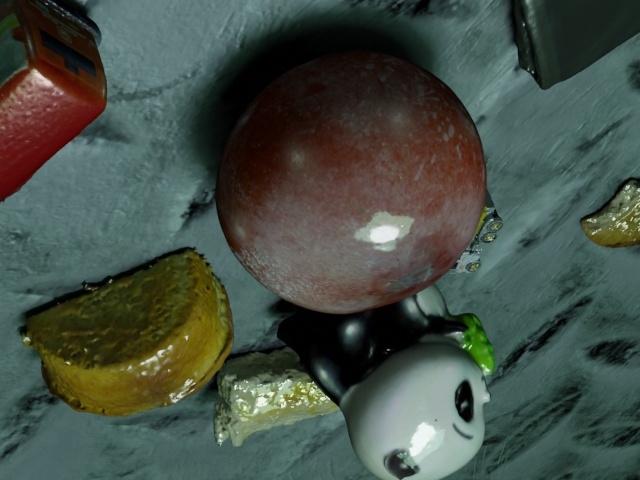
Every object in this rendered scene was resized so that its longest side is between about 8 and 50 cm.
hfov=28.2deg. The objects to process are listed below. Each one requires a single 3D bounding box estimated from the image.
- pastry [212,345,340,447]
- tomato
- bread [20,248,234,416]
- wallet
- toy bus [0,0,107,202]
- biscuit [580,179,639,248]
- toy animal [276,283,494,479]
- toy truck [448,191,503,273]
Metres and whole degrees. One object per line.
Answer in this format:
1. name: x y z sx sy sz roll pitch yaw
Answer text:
1. pastry: -0.018 0.187 1.670 0.258 0.089 0.121 -13 143 -19
2. tomato: 0.035 -0.048 1.235 0.270 0.227 0.270 -20 148 -13
3. bread: -0.204 0.115 1.408 0.229 0.139 0.143 -24 140 -4
4. wallet: 0.302 -0.265 1.269 0.245 0.052 0.169 -30 143 -5
5. toy bus: -0.297 -0.089 1.051 0.265 0.120 0.121 -37 145 17
6. biscuit: 0.467 -0.056 1.692 0.228 0.031 0.176 -37 147 20
7. toy animal: 0.100 0.152 1.520 0.212 0.267 0.212 -32 164 -10
8. toy truck: 0.173 -0.012 1.543 0.062 0.052 0.123 -4 142 -22
